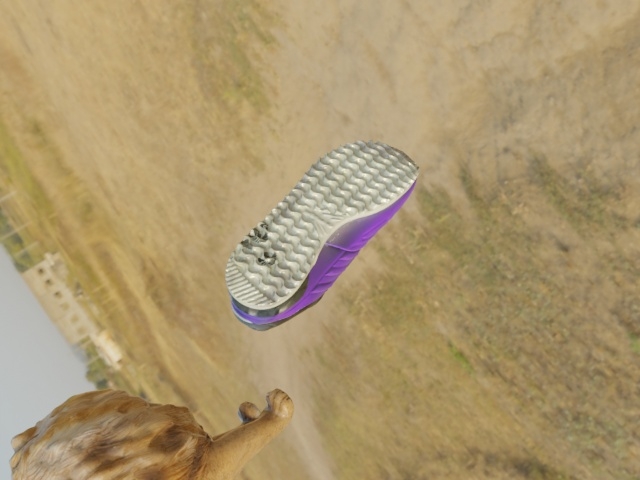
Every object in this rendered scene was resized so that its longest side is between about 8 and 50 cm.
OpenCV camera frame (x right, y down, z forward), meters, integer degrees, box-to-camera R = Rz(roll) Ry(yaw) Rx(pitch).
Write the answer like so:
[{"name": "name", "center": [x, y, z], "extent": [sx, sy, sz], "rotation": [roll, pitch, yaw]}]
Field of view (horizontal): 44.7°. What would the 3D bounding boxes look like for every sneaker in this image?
[{"name": "sneaker", "center": [-0.001, 0.000, 0.937], "extent": [0.102, 0.293, 0.146], "rotation": [40, 153, 20]}]

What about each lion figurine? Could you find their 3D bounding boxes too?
[{"name": "lion figurine", "center": [-0.102, 0.296, 0.733], "extent": [0.142, 0.240, 0.392], "rotation": [-27, 92, 54]}]
